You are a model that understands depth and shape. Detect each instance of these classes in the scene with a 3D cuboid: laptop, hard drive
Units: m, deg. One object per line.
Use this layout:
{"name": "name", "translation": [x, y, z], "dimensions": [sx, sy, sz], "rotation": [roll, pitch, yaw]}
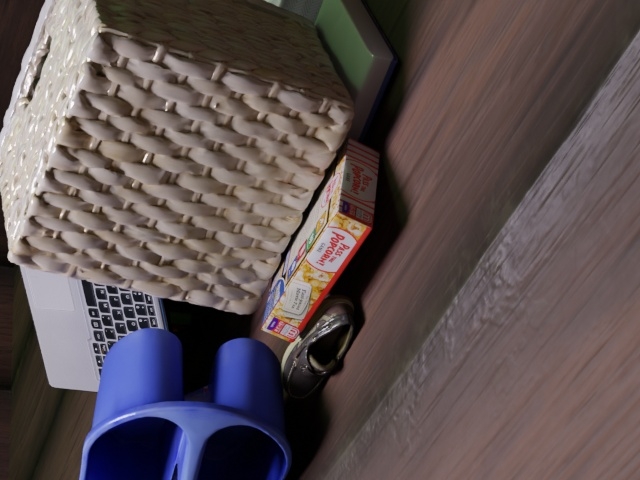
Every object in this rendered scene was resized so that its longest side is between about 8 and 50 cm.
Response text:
{"name": "laptop", "translation": [-0.333, 0.120, 1.737], "dimensions": [0.236, 0.408, 0.382], "rotation": [-46, -47, -57]}
{"name": "hard drive", "translation": [-0.004, -0.137, 1.474], "dimensions": [0.210, 0.040, 0.318], "rotation": [-111, 37, -52]}

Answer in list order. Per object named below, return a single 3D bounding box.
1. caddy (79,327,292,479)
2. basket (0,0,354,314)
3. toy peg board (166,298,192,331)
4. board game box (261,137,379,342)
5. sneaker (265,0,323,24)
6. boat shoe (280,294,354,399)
{"name": "caddy", "translation": [-0.166, 0.259, 1.422], "dimensions": [0.341, 0.241, 0.179], "rotation": [109, 163, -48]}
{"name": "basket", "translation": [-0.177, -0.122, 1.378], "dimensions": [0.328, 0.331, 0.266], "rotation": [-63, 29, 24]}
{"name": "toy peg board", "translation": [-0.253, 0.088, 1.966], "dimensions": [0.160, 0.079, 0.161], "rotation": [119, 156, -73]}
{"name": "board game box", "translation": [0.000, 0.000, 1.334], "dimensions": [0.193, 0.045, 0.146], "rotation": [-57, 15, 36]}
{"name": "sneaker", "translation": [-0.068, -0.285, 1.602], "dimensions": [0.292, 0.108, 0.169], "rotation": [-57, 26, 14]}
{"name": "boat shoe", "translation": [-0.004, 0.130, 1.345], "dimensions": [0.049, 0.056, 0.152], "rotation": [-102, 31, -53]}
